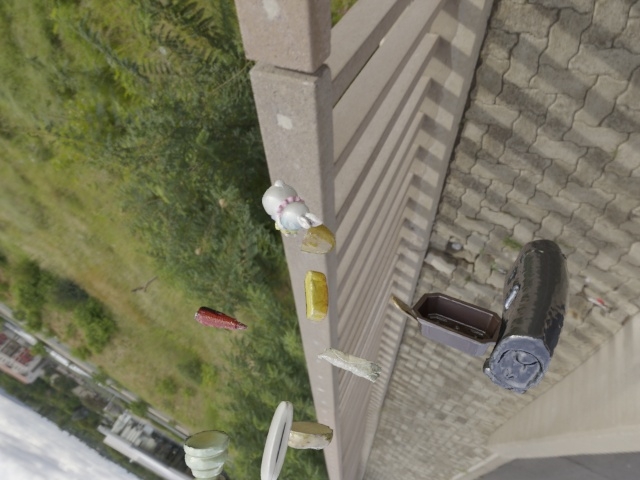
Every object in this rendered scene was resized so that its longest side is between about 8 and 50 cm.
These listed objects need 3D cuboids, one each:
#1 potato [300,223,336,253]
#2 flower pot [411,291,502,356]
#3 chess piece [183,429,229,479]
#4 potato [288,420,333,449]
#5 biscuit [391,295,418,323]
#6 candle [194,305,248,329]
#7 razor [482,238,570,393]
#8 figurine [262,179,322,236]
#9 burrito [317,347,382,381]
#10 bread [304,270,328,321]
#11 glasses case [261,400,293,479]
[{"bbox_3d":[0.000,0.000,2.075,0.158,0.178,0.203,23,150,7],"label":"potato"},{"bbox_3d":[0.401,0.255,1.219,0.251,0.179,0.084,18,120,29],"label":"flower pot"},{"bbox_3d":[-0.337,0.716,1.233,0.133,0.242,0.133,-2,178,0],"label":"chess piece"},{"bbox_3d":[-0.052,0.738,1.541,0.201,0.080,0.164,15,169,-25],"label":"potato"},{"bbox_3d":[0.278,0.224,1.318,0.147,0.071,0.018,36,106,-29],"label":"biscuit"},{"bbox_3d":[-0.298,0.245,1.241,0.162,0.053,0.048,21,155,-14],"label":"candle"},{"bbox_3d":[0.426,0.145,0.836,0.107,0.327,0.189,22,132,19],"label":"razor"},{"bbox_3d":[-0.097,-0.081,1.393,0.235,0.127,0.155,48,127,32],"label":"figurine"},{"bbox_3d":[0.118,0.506,1.701,0.276,0.082,0.059,14,117,29],"label":"burrito"},{"bbox_3d":[-0.021,0.255,1.886,0.095,0.245,0.102,14,143,-26],"label":"bread"},{"bbox_3d":[-0.115,0.536,1.099,0.051,0.204,0.081,20,155,-11],"label":"glasses case"}]
